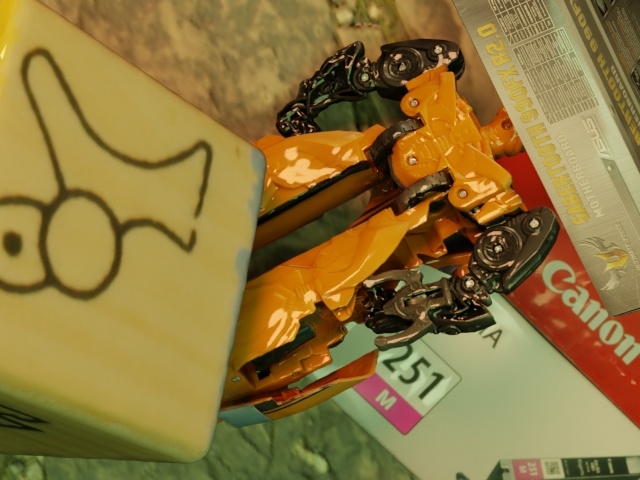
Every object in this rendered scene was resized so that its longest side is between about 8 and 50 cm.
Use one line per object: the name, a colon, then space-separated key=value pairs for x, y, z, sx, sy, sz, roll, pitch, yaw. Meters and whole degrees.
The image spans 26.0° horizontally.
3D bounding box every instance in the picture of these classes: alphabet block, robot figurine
alphabet block: x=-0.172 y=0.004 z=0.741 sx=0.197 sy=0.193 sz=0.192 roll=33 pitch=59 yaw=-47
robot figurine: x=0.000 y=0.000 z=0.843 sx=0.291 sy=0.085 sz=0.211 roll=-27 pitch=60 yaw=5

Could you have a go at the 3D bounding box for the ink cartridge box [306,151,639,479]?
ink cartridge box: x=0.160 y=0.082 z=0.928 sx=0.275 sy=0.060 sz=0.239 roll=43 pitch=96 yaw=-13

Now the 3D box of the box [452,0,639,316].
box: x=0.164 y=-0.097 z=0.823 sx=0.056 sy=0.183 sz=0.231 roll=-20 pitch=107 yaw=31
